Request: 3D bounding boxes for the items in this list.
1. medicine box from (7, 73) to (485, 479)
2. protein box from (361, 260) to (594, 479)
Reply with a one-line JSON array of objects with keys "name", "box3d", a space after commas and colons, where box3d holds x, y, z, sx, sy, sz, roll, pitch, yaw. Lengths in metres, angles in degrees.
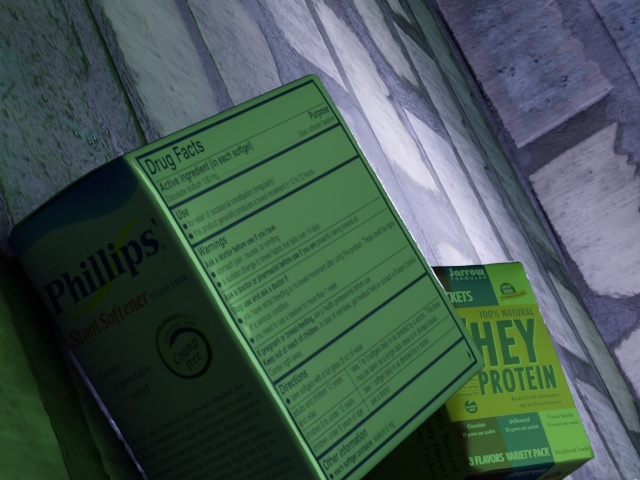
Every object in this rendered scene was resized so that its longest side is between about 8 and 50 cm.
[{"name": "medicine box", "box3d": [-0.048, 0.049, 1.224, 0.289, 0.149, 0.263, 59, 36, 0]}, {"name": "protein box", "box3d": [0.112, 0.153, 1.437, 0.136, 0.201, 0.200, -3, 62, -29]}]
